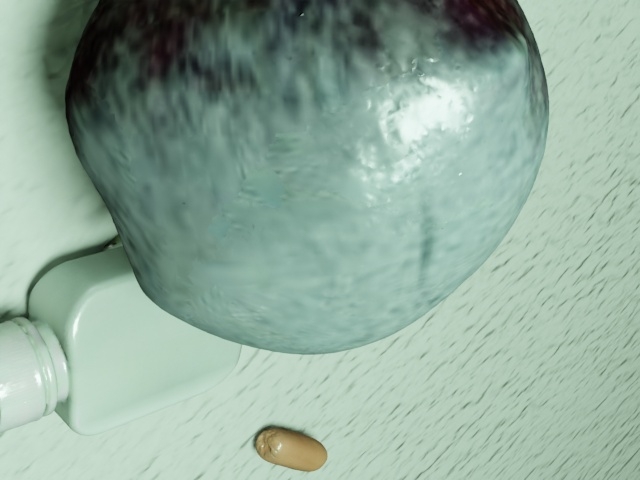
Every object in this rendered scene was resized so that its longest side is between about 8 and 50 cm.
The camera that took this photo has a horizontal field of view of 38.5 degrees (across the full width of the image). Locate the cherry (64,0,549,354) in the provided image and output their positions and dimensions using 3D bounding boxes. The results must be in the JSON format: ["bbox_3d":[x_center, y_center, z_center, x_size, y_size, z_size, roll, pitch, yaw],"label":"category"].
[{"bbox_3d":[-0.013,-0.057,0.524,0.255,0.296,0.218,60,33,-15],"label":"cherry"}]

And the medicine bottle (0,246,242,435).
[{"bbox_3d":[-0.141,0.068,0.618,0.183,0.069,0.119,-18,127,-39],"label":"medicine bottle"}]

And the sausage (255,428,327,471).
[{"bbox_3d":[-0.026,0.192,0.839,0.083,0.034,0.034,32,90,-50],"label":"sausage"}]
